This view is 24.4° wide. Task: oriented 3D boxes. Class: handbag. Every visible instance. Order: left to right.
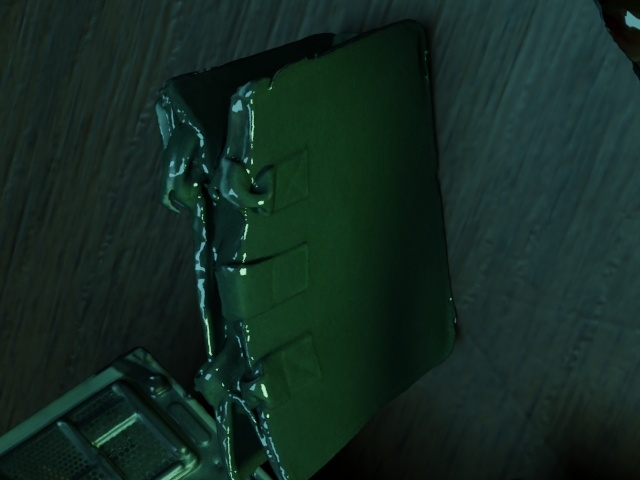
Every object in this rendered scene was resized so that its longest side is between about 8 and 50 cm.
[{"bbox_3d":[-0.001,0.000,0.929,0.079,0.260,0.248,2,107,27],"label":"handbag"}]

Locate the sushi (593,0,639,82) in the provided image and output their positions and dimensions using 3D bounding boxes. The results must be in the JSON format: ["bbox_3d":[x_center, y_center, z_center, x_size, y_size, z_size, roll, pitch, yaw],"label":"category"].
[{"bbox_3d":[0.268,-0.102,0.809,0.215,0.212,0.227,-15,94,23],"label":"sushi"}]

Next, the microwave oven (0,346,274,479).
[{"bbox_3d":[-0.095,0.338,0.985,0.394,0.247,0.333,43,148,21],"label":"microwave oven"}]

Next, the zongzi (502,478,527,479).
[{"bbox_3d":[0.263,0.352,0.993,0.356,0.174,0.393,9,126,9],"label":"zongzi"}]
